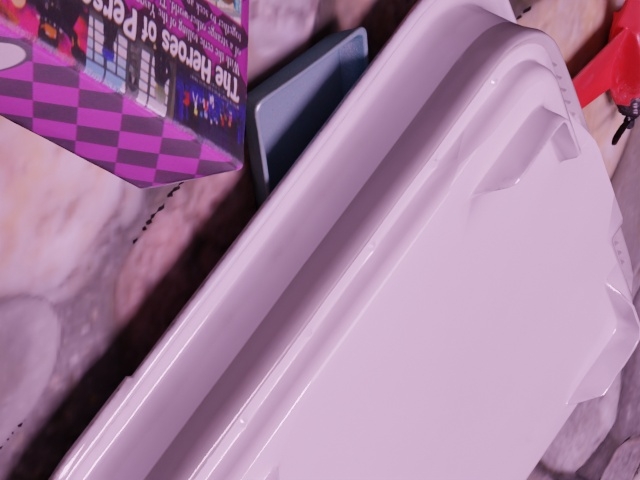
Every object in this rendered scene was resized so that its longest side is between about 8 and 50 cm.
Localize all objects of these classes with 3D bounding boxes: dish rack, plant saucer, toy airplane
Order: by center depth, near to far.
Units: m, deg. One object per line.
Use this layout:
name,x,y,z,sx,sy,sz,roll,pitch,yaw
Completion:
plant saucer,0.000,0.000,0.765,0.067,0.018,0.192,-39,139,-32
dish rack,0.037,0.078,0.793,0.333,0.072,0.285,-54,145,-17
toy airplane,0.157,-0.114,0.896,0.151,0.028,0.151,-34,137,-40

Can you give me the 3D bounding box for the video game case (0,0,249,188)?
video game case,-0.091,-0.145,0.428,0.232,0.042,0.210,29,55,-57
